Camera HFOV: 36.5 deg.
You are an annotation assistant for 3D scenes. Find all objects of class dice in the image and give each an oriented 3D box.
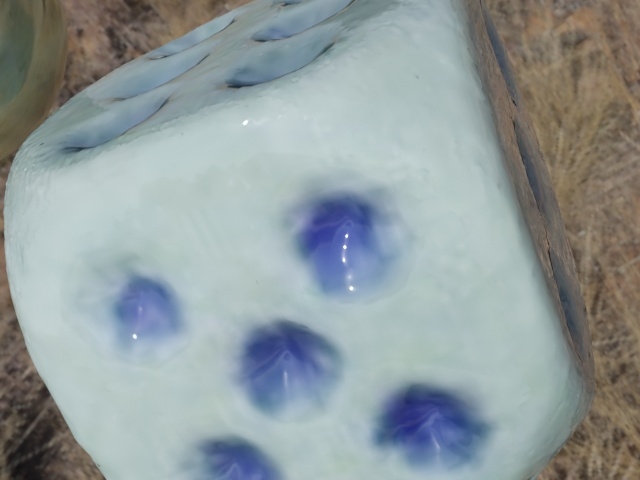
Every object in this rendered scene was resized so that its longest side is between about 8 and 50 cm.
[{"bbox_3d":[0.000,0.000,0.578,0.264,0.263,0.268,-17,22,18],"label":"dice"}]

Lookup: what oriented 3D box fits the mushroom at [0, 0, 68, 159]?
[{"bbox_3d":[-0.279,-0.146,0.579,0.260,0.254,0.234,-17,85,34],"label":"mushroom"}]
